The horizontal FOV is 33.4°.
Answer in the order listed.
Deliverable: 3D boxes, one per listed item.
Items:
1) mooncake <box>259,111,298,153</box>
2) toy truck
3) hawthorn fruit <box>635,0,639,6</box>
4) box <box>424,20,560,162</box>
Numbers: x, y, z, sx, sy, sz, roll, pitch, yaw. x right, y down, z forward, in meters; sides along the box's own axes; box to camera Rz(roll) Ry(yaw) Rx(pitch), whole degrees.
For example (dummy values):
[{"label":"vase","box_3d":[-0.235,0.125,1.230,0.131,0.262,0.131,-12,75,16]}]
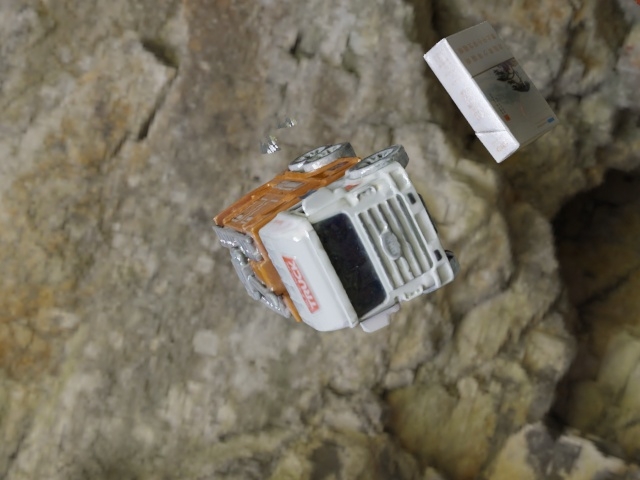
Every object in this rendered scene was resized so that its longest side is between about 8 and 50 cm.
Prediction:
[{"label":"mooncake","box_3d":[-0.053,-0.285,1.598,0.057,0.346,0.150,-2,-159,-11]},{"label":"toy truck","box_3d":[0.000,0.000,1.303,0.207,0.173,0.387,-29,-168,-12]},{"label":"hawthorn fruit","box_3d":[0.521,-0.480,1.483,0.308,0.275,0.276,-18,-179,21]},{"label":"box","box_3d":[0.307,-0.268,1.896,0.149,0.067,0.233,-30,-97,-41]}]
